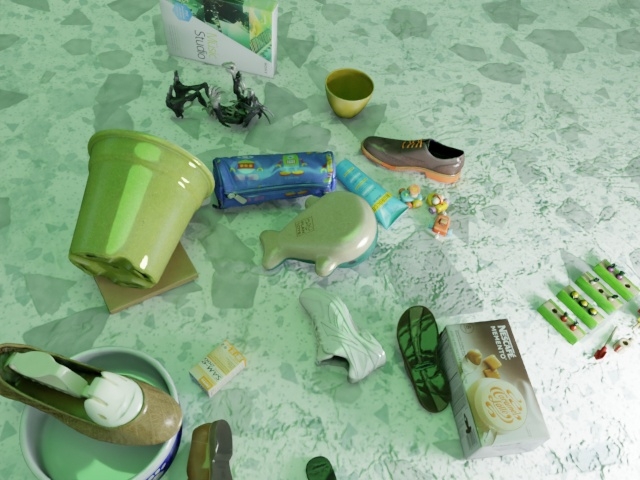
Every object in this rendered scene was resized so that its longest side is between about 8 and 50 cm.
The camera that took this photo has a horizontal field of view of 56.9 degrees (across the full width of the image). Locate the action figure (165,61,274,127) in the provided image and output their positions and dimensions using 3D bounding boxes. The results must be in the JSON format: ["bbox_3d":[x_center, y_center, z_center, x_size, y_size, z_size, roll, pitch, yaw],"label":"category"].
[{"bbox_3d":[-0.260,-0.378,1.551,0.275,0.141,0.164,8,43,1],"label":"action figure"}]

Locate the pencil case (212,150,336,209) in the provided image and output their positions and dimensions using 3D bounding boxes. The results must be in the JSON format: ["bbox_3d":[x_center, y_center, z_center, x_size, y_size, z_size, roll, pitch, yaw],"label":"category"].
[{"bbox_3d":[-0.110,-0.146,1.413,0.306,0.119,0.133,-6,39,-10],"label":"pencil case"}]

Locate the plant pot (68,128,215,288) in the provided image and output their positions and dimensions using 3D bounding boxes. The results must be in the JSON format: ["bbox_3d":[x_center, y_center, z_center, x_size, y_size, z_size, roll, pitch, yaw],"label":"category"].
[{"bbox_3d":[-0.388,-0.047,1.225,0.276,0.276,0.254,12,66,2],"label":"plant pot"}]

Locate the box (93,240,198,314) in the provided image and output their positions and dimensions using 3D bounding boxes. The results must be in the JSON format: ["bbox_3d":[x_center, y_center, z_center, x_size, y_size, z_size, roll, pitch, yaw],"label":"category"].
[{"bbox_3d":[-0.395,0.057,1.300,0.201,0.021,0.164,-24,61,-22],"label":"box"}]

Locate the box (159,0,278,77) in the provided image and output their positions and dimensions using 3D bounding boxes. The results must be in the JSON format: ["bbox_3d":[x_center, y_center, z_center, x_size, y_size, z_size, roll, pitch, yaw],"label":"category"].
[{"bbox_3d":[-0.278,-0.586,1.635,0.322,0.232,0.058,13,59,3],"label":"box"}]

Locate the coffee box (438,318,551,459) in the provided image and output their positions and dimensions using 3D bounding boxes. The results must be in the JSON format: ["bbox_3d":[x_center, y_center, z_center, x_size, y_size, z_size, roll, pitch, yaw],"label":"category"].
[{"bbox_3d":[0.332,0.291,1.170,0.141,0.098,0.246,-3,56,-9],"label":"coffee box"}]

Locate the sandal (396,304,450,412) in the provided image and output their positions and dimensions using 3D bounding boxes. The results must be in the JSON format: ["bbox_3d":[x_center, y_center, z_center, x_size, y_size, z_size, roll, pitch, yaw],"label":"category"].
[{"bbox_3d":[0.212,0.245,1.220,0.090,0.060,0.219,-13,72,-8],"label":"sandal"}]

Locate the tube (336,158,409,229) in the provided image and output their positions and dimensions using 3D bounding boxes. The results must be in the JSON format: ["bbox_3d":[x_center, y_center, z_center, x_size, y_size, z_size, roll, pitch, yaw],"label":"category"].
[{"bbox_3d":[0.120,-0.120,1.468,0.080,0.052,0.207,-46,71,0],"label":"tube"}]

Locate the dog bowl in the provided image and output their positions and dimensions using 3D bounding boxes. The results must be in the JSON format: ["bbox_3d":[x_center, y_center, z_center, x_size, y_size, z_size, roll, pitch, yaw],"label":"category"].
[{"bbox_3d":[-0.384,0.330,1.060,0.265,0.104,0.265,3,55,-4],"label":"dog bowl"}]

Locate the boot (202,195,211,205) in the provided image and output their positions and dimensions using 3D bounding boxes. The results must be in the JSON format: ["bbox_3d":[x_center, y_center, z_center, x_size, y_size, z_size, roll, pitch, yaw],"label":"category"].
[{"bbox_3d":[-0.345,-0.143,1.415,0.190,0.069,0.086,11,58,4],"label":"boot"}]

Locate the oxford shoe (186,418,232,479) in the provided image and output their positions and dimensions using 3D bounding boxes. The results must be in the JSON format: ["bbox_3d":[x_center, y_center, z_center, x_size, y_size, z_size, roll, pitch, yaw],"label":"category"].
[{"bbox_3d":[-0.202,0.431,1.044,0.076,0.076,0.212,-16,55,19],"label":"oxford shoe"}]

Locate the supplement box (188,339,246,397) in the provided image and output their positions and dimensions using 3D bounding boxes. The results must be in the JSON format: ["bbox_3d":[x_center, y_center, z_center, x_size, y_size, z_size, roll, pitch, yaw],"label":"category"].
[{"bbox_3d":[-0.204,0.254,1.174,0.062,0.036,0.098,39,60,20],"label":"supplement box"}]

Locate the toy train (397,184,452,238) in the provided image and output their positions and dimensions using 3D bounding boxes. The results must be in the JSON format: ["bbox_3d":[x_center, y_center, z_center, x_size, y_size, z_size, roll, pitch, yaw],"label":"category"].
[{"bbox_3d":[0.258,-0.081,1.455,0.166,0.046,0.125,25,56,10],"label":"toy train"}]

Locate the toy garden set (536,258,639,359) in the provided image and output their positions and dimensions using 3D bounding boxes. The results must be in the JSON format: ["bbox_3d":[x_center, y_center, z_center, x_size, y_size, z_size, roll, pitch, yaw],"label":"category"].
[{"bbox_3d":[0.650,0.161,1.327,0.244,0.049,0.204,-29,63,-24],"label":"toy garden set"}]

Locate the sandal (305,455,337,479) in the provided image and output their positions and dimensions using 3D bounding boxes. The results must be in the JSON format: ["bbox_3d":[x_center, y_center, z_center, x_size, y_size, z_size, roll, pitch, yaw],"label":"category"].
[{"bbox_3d":[0.020,0.469,1.046,0.067,0.040,0.179,-16,58,-17],"label":"sandal"}]

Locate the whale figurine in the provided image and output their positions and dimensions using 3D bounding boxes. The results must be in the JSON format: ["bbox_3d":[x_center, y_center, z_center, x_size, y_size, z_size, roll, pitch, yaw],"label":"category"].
[{"bbox_3d":[0.000,0.000,1.339,0.272,0.141,0.216,-19,55,11],"label":"whale figurine"}]

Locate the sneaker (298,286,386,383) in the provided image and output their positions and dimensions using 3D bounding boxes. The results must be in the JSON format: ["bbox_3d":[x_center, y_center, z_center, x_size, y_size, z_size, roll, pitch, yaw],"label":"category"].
[{"bbox_3d":[0.022,0.194,1.213,0.115,0.090,0.232,-36,65,-23],"label":"sneaker"}]

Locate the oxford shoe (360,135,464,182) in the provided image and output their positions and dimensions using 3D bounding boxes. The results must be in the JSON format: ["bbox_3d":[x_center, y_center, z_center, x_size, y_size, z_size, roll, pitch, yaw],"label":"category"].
[{"bbox_3d":[0.240,-0.236,1.529,0.271,0.098,0.097,14,55,3],"label":"oxford shoe"}]

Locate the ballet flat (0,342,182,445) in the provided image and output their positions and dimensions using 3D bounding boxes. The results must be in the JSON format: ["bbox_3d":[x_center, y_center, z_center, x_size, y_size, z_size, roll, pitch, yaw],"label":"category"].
[{"bbox_3d":[-0.398,0.245,0.977,0.342,0.124,0.116,19,56,7],"label":"ballet flat"}]

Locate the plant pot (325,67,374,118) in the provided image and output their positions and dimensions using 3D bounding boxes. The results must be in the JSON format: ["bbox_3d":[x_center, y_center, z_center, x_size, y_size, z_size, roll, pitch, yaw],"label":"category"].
[{"bbox_3d":[0.074,-0.393,1.623,0.134,0.095,0.134,3,55,-5],"label":"plant pot"}]
